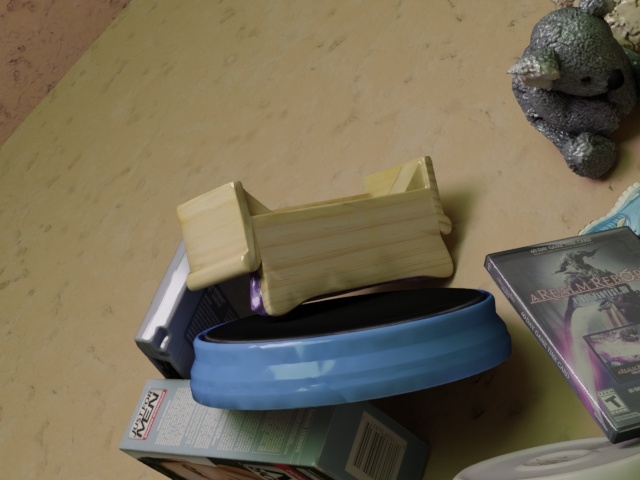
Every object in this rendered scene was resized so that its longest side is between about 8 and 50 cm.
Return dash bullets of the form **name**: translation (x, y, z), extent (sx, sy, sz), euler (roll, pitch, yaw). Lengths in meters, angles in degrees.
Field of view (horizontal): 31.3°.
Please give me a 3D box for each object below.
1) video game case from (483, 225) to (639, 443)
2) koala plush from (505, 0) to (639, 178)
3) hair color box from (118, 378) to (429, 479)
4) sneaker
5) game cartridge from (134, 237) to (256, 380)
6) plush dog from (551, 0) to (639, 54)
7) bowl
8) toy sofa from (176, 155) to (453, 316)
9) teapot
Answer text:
- **video game case**: translation (0.326, 0.091, 1.242), extent (0.196, 0.026, 0.274), euler (-11, 44, -20)
- **koala plush**: translation (0.325, -0.227, 1.466), extent (0.196, 0.221, 0.203), euler (-48, 63, 2)
- **hair color box**: translation (-0.068, 0.270, 1.491), extent (0.374, 0.185, 0.113), euler (-5, 55, 44)
- **sneaker**: translation (0.368, 0.000, 1.396), extent (0.162, 0.063, 0.073), euler (-49, 39, 0)
- **game cartridge**: translation (-0.158, 0.125, 1.639), extent (0.062, 0.297, 0.198), euler (8, 61, 21)
- **plush dog**: translation (0.416, -0.365, 1.608), extent (0.262, 0.211, 0.225), euler (-23, 69, 34)
- **bowl**: translation (0.034, 0.122, 1.389), extent (0.391, 0.391, 0.077), euler (-5, 95, 44)
- **toy sofa**: translation (0.000, 0.000, 1.555), extent (0.150, 0.363, 0.177), euler (-17, 86, 52)
- **teapot**: translation (0.249, 0.305, 1.130), extent (0.253, 0.256, 0.187), euler (-12, 87, 11)
